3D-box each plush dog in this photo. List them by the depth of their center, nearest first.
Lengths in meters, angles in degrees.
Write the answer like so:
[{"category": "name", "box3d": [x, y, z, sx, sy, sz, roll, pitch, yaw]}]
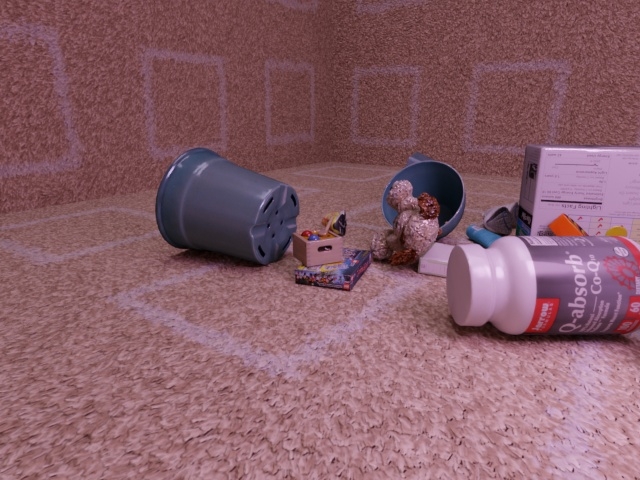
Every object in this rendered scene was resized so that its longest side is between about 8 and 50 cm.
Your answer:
[{"category": "plush dog", "box3d": [0.280, -0.029, 1.331, 0.210, 0.262, 0.225, 19, 12, -2]}]

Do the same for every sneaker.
[{"category": "sneaker", "box3d": [0.050, -0.066, 1.729, 0.094, 0.082, 0.208, -5, 9, 7]}, {"category": "sneaker", "box3d": [0.703, -0.082, 1.785, 0.129, 0.111, 0.297, -7, 5, 38]}]

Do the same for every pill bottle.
[{"category": "pill bottle", "box3d": [0.470, 0.095, 0.950, 0.362, 0.210, 0.210, -1, 17, -1]}]

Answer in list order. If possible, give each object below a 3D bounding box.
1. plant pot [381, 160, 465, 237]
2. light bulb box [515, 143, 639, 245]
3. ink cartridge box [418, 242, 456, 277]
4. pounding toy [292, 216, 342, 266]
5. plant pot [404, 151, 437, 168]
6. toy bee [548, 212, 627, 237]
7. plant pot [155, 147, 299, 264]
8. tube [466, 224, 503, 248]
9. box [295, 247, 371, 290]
[{"category": "plant pot", "box3d": [0.390, -0.112, 1.614, 0.290, 0.290, 0.195, 12, -17, 34]}, {"category": "light bulb box", "box3d": [0.813, -0.105, 1.366, 0.357, 0.361, 0.225, 4, 15, 13]}, {"category": "ink cartridge box", "box3d": [0.425, 0.065, 1.317, 0.235, 0.056, 0.171, 10, 19, 25]}, {"category": "pounding toy", "box3d": [0.000, 0.000, 1.285, 0.141, 0.100, 0.130, -8, 18, -23]}, {"category": "plant pot", "box3d": [0.491, -0.231, 2.023, 0.252, 0.247, 0.248, 24, 22, 13]}, {"category": "toy bee", "box3d": [0.735, 0.068, 1.200, 0.162, 0.298, 0.195, 22, -34, -32]}, {"category": "plant pot", "box3d": [-0.268, -0.092, 1.405, 0.334, 0.341, 0.341, 17, 22, 24]}, {"category": "tube", "box3d": [0.587, -0.004, 1.562, 0.080, 0.052, 0.207, -35, 23, -1]}, {"category": "box", "box3d": [0.044, 0.074, 1.293, 0.159, 0.044, 0.233, 6, 17, 19]}]
